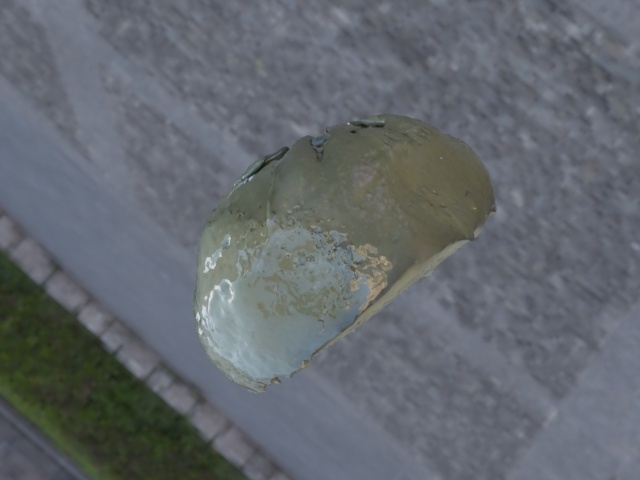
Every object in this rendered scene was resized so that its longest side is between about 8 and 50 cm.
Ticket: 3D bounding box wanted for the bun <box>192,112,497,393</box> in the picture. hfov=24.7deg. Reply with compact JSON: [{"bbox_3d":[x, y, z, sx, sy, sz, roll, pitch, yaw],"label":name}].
[{"bbox_3d":[0.000,0.000,1.127,0.152,0.259,0.259,54,164,2],"label":"bun"}]
